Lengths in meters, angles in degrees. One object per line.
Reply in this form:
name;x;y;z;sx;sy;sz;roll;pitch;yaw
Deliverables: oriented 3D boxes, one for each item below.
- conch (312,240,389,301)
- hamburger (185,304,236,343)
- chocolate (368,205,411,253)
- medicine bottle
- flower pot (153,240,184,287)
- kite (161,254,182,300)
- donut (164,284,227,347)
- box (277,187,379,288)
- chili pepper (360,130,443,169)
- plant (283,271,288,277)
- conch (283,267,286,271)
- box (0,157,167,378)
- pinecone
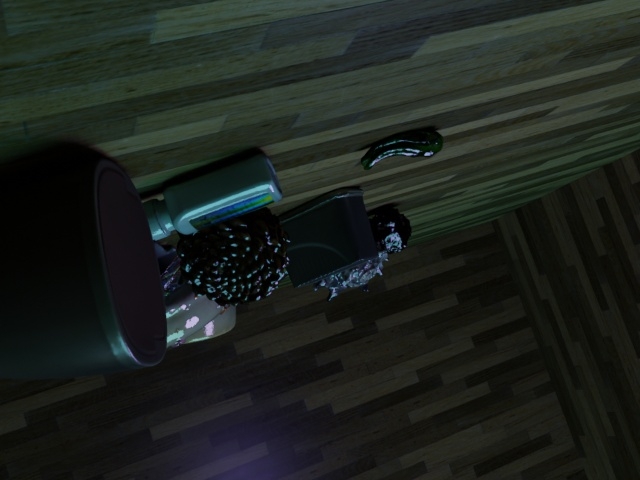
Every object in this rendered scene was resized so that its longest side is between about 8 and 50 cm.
conch;0.075;0.061;2.264;0.240;0.186;0.313;-24;135;31
hamburger;-0.396;0.210;2.376;0.300;0.176;0.300;-11;-174;1
chocolate;0.200;-0.052;2.325;0.156;0.156;0.133;-19;149;3
medicine bottle;-0.181;-0.066;1.252;0.228;0.083;0.121;-21;172;3
flower pot;-0.380;0.068;1.677;0.108;0.103;0.229;-19;174;3
kite;-0.285;0.048;1.583;0.232;0.009;0.189;-60;172;28
donut;-0.399;0.175;1.916;0.382;0.143;0.383;-21;-169;4
box;0.000;0.000;1.867;0.274;0.178;0.138;-25;171;34
chili pepper;0.166;-0.177;1.475;0.182;0.050;0.073;-14;178;-24
plant;-0.172;0.080;2.221;0.194;0.129;0.132;-26;171;26
conch;-0.166;0.052;2.022;0.187;0.124;0.181;-33;173;25
box;-0.342;0.050;1.005;0.216;0.301;0.301;-12;173;2
pinecone;-0.160;0.016;1.469;0.221;0.222;0.221;-19;173;-2
